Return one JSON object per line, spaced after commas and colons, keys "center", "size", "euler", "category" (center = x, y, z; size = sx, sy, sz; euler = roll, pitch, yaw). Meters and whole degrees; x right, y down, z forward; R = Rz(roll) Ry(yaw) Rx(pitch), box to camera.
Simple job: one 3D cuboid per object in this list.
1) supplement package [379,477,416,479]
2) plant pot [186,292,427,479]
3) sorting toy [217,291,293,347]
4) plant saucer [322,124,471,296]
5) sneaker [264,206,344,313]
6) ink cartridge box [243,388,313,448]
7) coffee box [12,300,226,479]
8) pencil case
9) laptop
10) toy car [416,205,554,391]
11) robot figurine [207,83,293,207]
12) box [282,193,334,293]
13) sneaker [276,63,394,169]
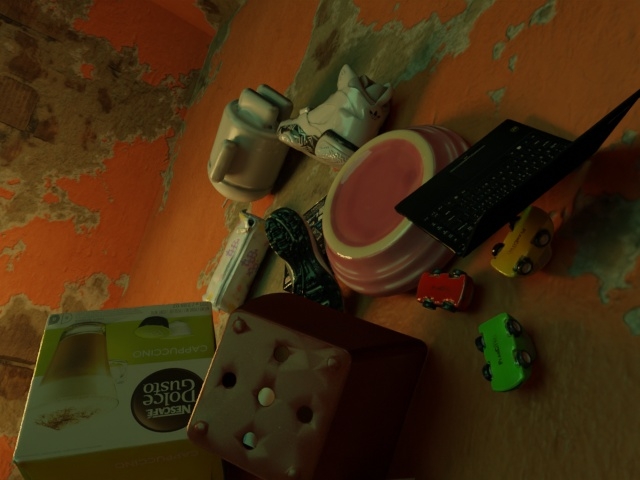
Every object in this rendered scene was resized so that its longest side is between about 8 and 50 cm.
{"center": [0.095, 0.398, 0.661], "size": [0.105, 0.105, 0.179], "euler": [-54, 42, 22], "category": "supplement package"}
{"center": [-0.031, 0.221, 0.781], "size": [0.267, 0.236, 0.267], "euler": [17, 83, 23], "category": "plant pot"}
{"center": [-0.124, 0.236, 1.223], "size": [0.365, 0.127, 0.126], "euler": [-41, 67, 43], "category": "sorting toy"}
{"center": [0.119, -0.068, 0.970], "size": [0.332, 0.084, 0.332], "euler": [-29, 46, 35], "category": "plant saucer"}
{"center": [-0.018, 0.064, 1.079], "size": [0.100, 0.108, 0.271], "euler": [-22, 84, 11], "category": "sneaker"}
{"center": [-0.076, 0.329, 1.009], "size": [0.176, 0.128, 0.127], "euler": [8, 77, 60], "category": "ink cartridge box"}
{"center": [-0.373, 0.370, 1.135], "size": [0.334, 0.338, 0.338], "euler": [-106, 16, -49], "category": "coffee box"}
{"center": [-0.211, 0.059, 1.450], "size": [0.124, 0.114, 0.273], "euler": [-126, 61, -83], "category": "pencil case"}
{"center": [0.230, -0.104, 0.714], "size": [0.234, 0.136, 0.264], "euler": [-37, 36, -5], "category": "laptop"}
{"center": [0.237, 0.097, 0.732], "size": [0.239, 0.053, 0.225], "euler": [-41, 38, 39], "category": "toy car"}
{"center": [-0.197, -0.251, 1.530], "size": [0.300, 0.200, 0.353], "euler": [-32, -25, -50], "category": "robot figurine"}
{"center": [0.000, 0.000, 1.204], "size": [0.220, 0.051, 0.175], "euler": [-37, 40, 42], "category": "box"}
{"center": [0.036, -0.286, 1.277], "size": [0.210, 0.137, 0.366], "euler": [-62, 33, 5], "category": "sneaker"}
